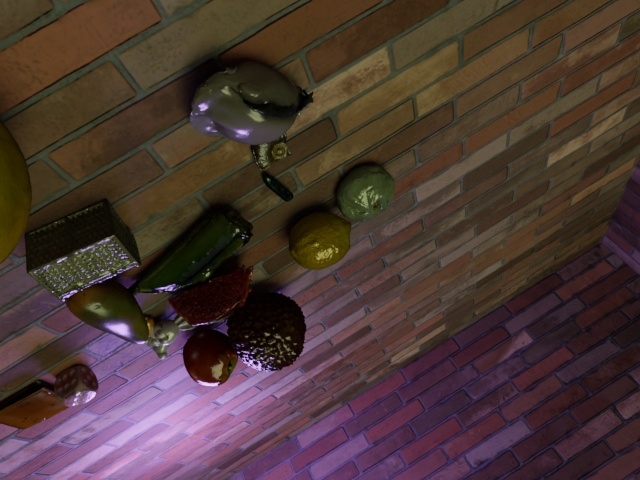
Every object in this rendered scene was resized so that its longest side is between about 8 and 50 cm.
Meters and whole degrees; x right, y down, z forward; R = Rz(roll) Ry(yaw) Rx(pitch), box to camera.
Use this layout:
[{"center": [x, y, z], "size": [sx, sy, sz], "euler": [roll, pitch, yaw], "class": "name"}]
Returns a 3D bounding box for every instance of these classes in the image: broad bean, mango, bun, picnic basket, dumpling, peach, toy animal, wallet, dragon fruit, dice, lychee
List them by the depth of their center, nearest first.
[{"center": [-0.143, -0.270, 1.007], "size": [0.293, 0.163, 0.204], "euler": [-7, 135, -50], "class": "dumpling"}, {"center": [-0.539, 0.030, 1.074], "size": [0.196, 0.134, 0.154], "euler": [-26, 141, -11], "class": "picnic basket"}, {"center": [-0.558, 0.182, 1.234], "size": [0.289, 0.146, 0.129], "euler": [81, 29, -58], "class": "mango"}, {"center": [-0.323, 0.066, 1.362], "size": [0.214, 0.048, 0.070], "euler": [-41, 146, 17], "class": "broad bean"}, {"center": [-0.303, 0.189, 1.424], "size": [0.274, 0.126, 0.161], "euler": [-24, 165, -3], "class": "dragon fruit"}, {"center": [0.143, -0.134, 1.435], "size": [0.195, 0.118, 0.195], "euler": [-23, 148, -16], "class": "bun"}, {"center": [-0.758, 0.453, 1.445], "size": [0.093, 0.094, 0.091], "euler": [-33, 145, -3], "class": "dice"}, {"center": [-0.906, 0.518, 1.457], "size": [0.196, 0.042, 0.161], "euler": [-29, 141, -3], "class": "wallet"}, {"center": [-0.484, 0.273, 1.472], "size": [0.181, 0.131, 0.127], "euler": [-45, 176, 29], "class": "toy animal"}, {"center": [-0.176, 0.304, 1.576], "size": [0.304, 0.275, 0.275], "euler": [28, 114, -33], "class": "lychee"}, {"center": [-0.384, 0.394, 1.597], "size": [0.197, 0.197, 0.197], "euler": [-21, 144, -17], "class": "peach"}]

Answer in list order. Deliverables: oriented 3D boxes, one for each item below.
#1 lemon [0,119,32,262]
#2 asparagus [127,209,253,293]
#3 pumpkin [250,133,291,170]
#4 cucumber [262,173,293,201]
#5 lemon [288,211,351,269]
[{"center": [-0.625, -0.084, 0.704], "size": [0.348, 0.348, 0.348], "euler": [-21, 144, -17], "class": "lemon"}, {"center": [-0.354, 0.055, 1.272], "size": [0.382, 0.108, 0.128], "euler": [-39, 130, 11], "class": "asparagus"}, {"center": [-0.125, -0.231, 1.177], "size": [0.101, 0.035, 0.073], "euler": [-26, 134, -5], "class": "pumpkin"}, {"center": [-0.121, -0.147, 1.280], "size": [0.032, 0.032, 0.133], "euler": [-40, 146, 9], "class": "cucumber"}, {"center": [-0.002, 0.002, 1.429], "size": [0.193, 0.181, 0.180], "euler": [-49, 155, -31], "class": "lemon"}]
